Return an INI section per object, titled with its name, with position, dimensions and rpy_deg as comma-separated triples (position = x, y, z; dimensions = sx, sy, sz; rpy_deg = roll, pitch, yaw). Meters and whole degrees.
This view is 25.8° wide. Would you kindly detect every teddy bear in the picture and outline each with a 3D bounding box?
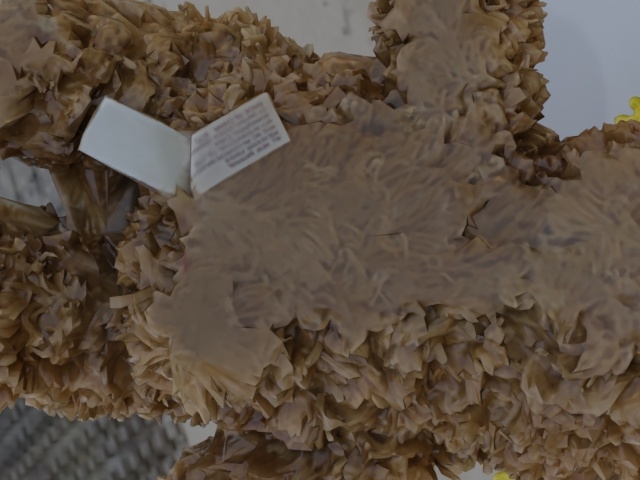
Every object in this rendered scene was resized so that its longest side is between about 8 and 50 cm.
[teddy bear]
position = 0.000, 0.000, 0.462
dimensions = 0.113, 0.338, 0.245
rpy_deg = 38, -133, -77

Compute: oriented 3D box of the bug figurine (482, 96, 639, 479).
[bug figurine]
position = 0.173, 0.038, 0.622
dimensions = 0.216, 0.279, 0.072
rpy_deg = 46, -160, -23

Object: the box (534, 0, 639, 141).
[box]
position = 0.243, -0.118, 0.709
dimensions = 0.215, 0.345, 0.168
rpy_deg = -6, -90, -77
